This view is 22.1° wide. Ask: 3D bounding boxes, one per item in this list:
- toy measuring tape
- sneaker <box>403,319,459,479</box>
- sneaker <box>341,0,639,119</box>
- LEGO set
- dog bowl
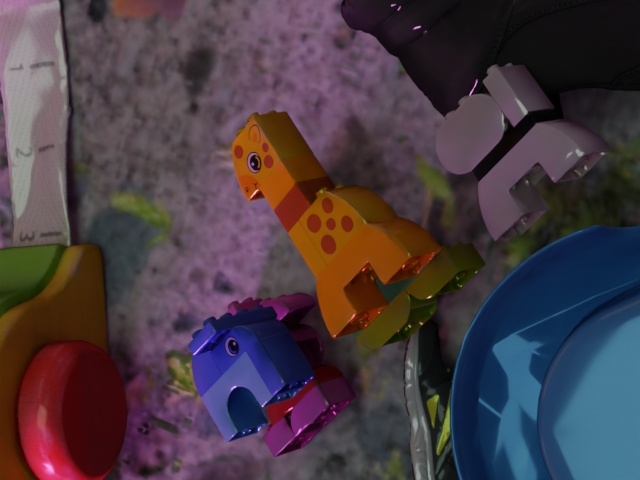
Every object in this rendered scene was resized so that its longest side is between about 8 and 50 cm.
[{"bbox_3d":[-0.156,0.019,0.766,0.121,0.121,0.330,-4,89,23],"label":"toy measuring tape"},{"bbox_3d":[0.056,0.075,0.726,0.035,0.031,0.083,-5,88,3],"label":"sneaker"},{"bbox_3d":[0.143,-0.132,0.641,0.286,0.109,0.130,-36,90,38],"label":"sneaker"},{"bbox_3d":[0.000,0.000,0.679,0.227,0.087,0.093,-47,67,38],"label":"LEGO set"},{"bbox_3d":[0.198,0.045,0.639,0.297,0.074,0.166,-27,81,22],"label":"dog bowl"}]
